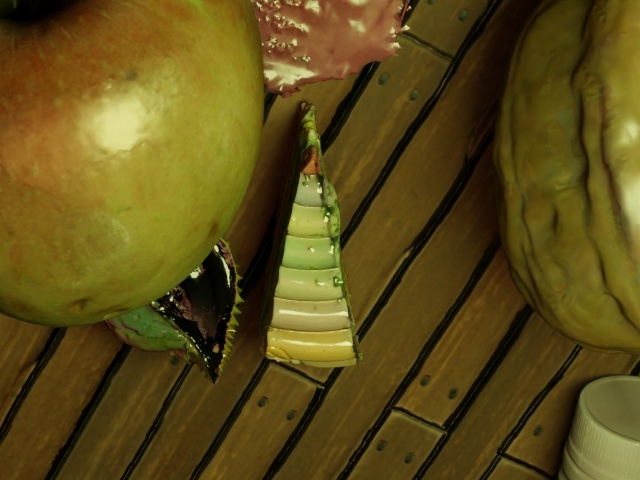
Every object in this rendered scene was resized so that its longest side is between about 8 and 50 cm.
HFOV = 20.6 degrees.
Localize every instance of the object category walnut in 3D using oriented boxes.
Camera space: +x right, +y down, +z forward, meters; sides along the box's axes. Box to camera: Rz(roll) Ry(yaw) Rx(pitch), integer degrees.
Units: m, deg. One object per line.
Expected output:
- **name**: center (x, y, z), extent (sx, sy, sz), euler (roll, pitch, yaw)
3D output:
- **walnut**: center (0.288, -0.076, 1.404), extent (0.306, 0.306, 0.344), euler (-3, 92, 0)

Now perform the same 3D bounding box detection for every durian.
- **durian**: center (-0.151, 0.032, 1.575), extent (0.186, 0.119, 0.108), euler (47, 144, -18)

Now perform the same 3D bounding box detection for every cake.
- **cake**: center (-0.021, 0.003, 1.540), extent (0.090, 0.109, 0.225), euler (-7, 118, 3)

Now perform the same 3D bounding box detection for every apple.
- **apple**: center (-0.194, -0.108, 1.334), extent (0.338, 0.338, 0.305), euler (-11, 148, 4)

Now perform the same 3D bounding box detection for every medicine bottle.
- **medicine bottle**: center (0.283, 0.264, 1.668), extent (0.133, 0.133, 0.249), euler (7, 118, -5)

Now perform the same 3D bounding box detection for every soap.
- **soap**: center (0.004, -0.255, 1.411), extent (0.182, 0.112, 0.289), euler (18, 116, -4)
